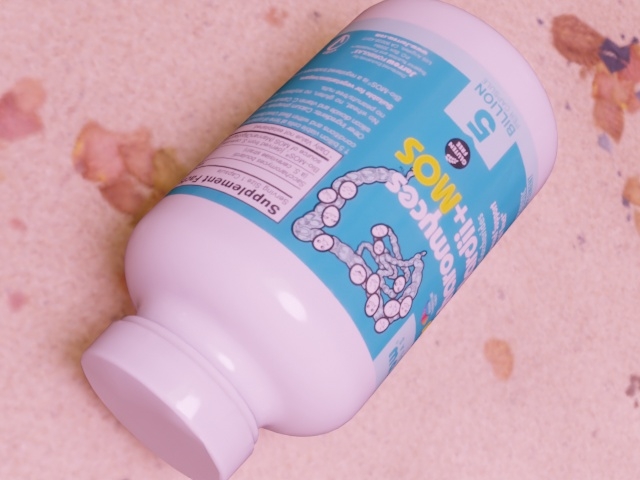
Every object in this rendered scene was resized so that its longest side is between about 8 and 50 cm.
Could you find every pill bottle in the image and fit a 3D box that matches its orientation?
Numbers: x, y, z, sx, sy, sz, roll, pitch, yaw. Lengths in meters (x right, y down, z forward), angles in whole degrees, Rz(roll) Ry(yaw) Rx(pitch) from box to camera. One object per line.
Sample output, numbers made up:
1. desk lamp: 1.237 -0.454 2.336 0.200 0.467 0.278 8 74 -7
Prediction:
1. pill bottle: 0.000 0.000 0.558 0.146 0.146 0.264 47 64 -9
